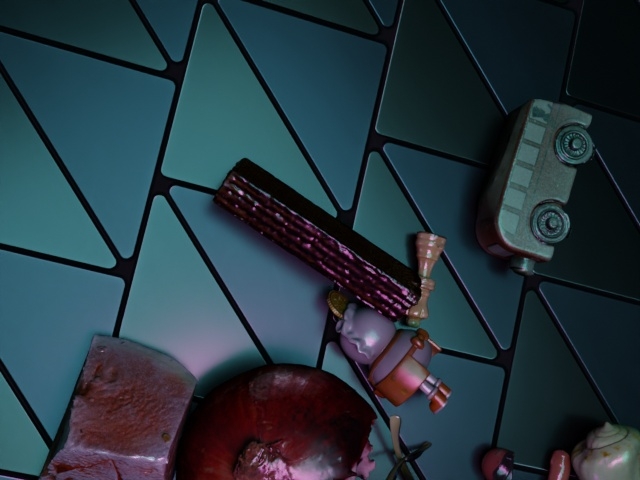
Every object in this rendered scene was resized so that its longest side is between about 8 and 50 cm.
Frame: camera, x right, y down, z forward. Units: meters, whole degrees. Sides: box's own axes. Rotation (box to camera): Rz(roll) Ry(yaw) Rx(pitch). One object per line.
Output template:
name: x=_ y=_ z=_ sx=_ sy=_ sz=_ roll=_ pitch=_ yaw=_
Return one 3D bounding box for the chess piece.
chess piece: x=0.182 y=0.072 z=1.527 sx=0.060 sy=0.060 sz=0.172 roll=14 pitch=86 yaw=-11

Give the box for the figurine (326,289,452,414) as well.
figurine: x=0.117 y=0.184 z=1.464 sx=0.143 sy=0.143 sz=0.271 roll=-35 pitch=95 yaw=-13

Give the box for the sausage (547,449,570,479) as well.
sausage: x=0.418 y=0.474 z=1.557 sx=0.043 sy=0.043 sz=0.186 roll=23 pitch=81 yaw=-10

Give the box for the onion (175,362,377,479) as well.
onion: x=-0.069 y=0.352 z=1.331 sx=0.341 sy=0.341 sz=0.341 roll=1 pitch=85 yaw=-13

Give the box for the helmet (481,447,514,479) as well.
helmet: x=0.314 y=0.408 z=1.534 sx=0.065 sy=0.049 sz=0.084 roll=-21 pitch=120 yaw=-44

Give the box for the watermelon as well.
watermelon: x=-0.320 y=0.281 z=1.318 sx=0.213 sy=0.201 sz=0.261 roll=13 pitch=78 yaw=0

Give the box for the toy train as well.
toy train: x=0.383 y=-0.101 z=1.551 sx=0.159 sy=0.129 sz=0.326 roll=19 pitch=82 yaw=-5

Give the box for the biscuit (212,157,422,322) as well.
biscuit: x=0.000 y=0.000 z=1.445 sx=0.388 sy=0.107 sz=0.073 roll=33 pitch=109 yaw=-4

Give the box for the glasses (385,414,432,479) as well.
glasses: x=0.156 y=0.410 z=1.435 sx=0.102 sy=0.239 sz=0.206 roll=7 pitch=74 yaw=31

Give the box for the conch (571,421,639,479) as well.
conch: x=0.555 y=0.438 z=1.553 sx=0.137 sy=0.143 sz=0.250 roll=-25 pitch=108 yaw=27
